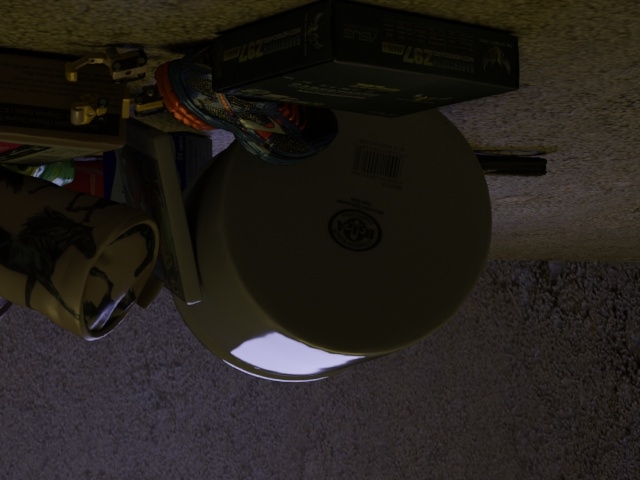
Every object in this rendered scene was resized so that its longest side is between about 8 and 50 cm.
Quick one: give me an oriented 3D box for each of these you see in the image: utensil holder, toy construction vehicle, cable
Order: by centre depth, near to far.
[{"bbox_3d":[-0.203,-0.154,1.515,0.098,0.035,0.086,-15,149,-16],"label":"toy construction vehicle"},{"bbox_3d":[0.000,0.000,1.813,0.327,0.328,0.385,1,173,-12],"label":"utensil holder"},{"bbox_3d":[0.186,-0.093,2.184,0.287,0.072,0.139,3,179,-35],"label":"cable"}]

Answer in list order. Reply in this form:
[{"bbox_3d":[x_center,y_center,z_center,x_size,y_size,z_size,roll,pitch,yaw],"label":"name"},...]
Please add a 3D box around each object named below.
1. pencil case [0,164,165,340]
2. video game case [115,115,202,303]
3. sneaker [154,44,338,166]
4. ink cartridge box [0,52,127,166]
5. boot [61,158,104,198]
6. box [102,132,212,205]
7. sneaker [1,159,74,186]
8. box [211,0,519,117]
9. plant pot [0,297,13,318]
[{"bbox_3d":[-0.387,-0.020,1.772,0.410,0.160,0.183,21,-179,15],"label":"pencil case"},{"bbox_3d":[-0.196,-0.041,1.801,0.023,0.201,0.183,-17,-161,-20],"label":"video game case"},{"bbox_3d":[-0.058,-0.138,1.538,0.221,0.083,0.087,14,146,-44],"label":"sneaker"},{"bbox_3d":[-0.337,-0.134,1.605,0.193,0.088,0.234,2,176,-32],"label":"ink cartridge box"},{"bbox_3d":[-0.372,-0.015,2.273,0.176,0.244,0.088,2,-150,-18],"label":"boot"},{"bbox_3d":[-0.218,-0.074,2.059,0.137,0.126,0.072,-4,175,29],"label":"box"},{"bbox_3d":[-0.377,-0.109,1.954,0.123,0.109,0.295,-31,179,-20],"label":"sneaker"},{"bbox_3d":[0.042,-0.165,1.438,0.232,0.059,0.183,3,173,-39],"label":"box"},{"bbox_3d":[-0.528,-0.004,2.330,0.263,0.263,0.229,5,156,-46],"label":"plant pot"}]
